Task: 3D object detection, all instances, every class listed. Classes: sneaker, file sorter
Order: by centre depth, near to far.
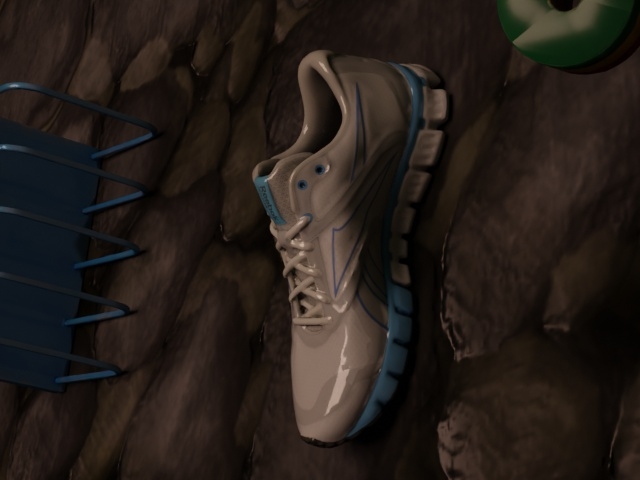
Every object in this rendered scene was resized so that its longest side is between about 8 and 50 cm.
[{"bbox_3d":[0.000,0.000,0.704,0.071,0.083,0.190,-7,71,54],"label":"sneaker"},{"bbox_3d":[-0.181,-0.001,0.948,0.104,0.118,0.170,-12,66,51],"label":"file sorter"}]

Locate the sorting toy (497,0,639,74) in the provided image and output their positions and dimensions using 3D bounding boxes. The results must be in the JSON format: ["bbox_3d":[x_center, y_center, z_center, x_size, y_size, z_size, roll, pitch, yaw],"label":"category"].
[{"bbox_3d":[0.193,-0.091,0.428,0.274,0.046,0.132,15,96,29],"label":"sorting toy"}]
